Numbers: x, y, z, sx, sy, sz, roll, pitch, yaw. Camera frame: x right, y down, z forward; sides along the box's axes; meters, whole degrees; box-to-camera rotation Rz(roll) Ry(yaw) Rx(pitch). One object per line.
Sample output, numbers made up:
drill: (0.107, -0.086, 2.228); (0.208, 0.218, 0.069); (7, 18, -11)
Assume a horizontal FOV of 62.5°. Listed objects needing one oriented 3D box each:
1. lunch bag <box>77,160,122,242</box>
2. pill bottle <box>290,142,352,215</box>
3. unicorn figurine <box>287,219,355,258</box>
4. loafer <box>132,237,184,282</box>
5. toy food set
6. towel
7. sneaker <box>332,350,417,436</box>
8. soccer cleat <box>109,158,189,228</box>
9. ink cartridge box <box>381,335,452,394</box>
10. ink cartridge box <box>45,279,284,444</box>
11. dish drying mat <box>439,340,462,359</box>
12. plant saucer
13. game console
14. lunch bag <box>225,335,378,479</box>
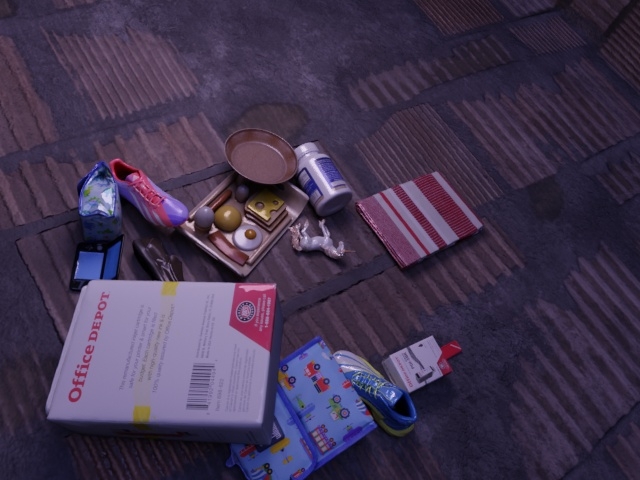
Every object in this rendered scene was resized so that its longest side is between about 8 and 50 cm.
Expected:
lunch bag: (-0.509, -0.088, 1.226); (0.096, 0.129, 0.151); (4, 60, -16)
pill bottle: (-0.004, -0.170, 1.439); (0.112, 0.112, 0.186); (-21, 69, -26)
unicorn figurine: (0.000, 0.000, 1.379); (0.162, 0.060, 0.111); (-8, 69, -5)
loafer: (-0.348, 0.070, 1.210); (0.078, 0.080, 0.220); (-29, 72, -29)
toy food set: (-0.196, -0.073, 1.335); (0.220, 0.092, 0.306); (36, 57, 6)
towel: (0.289, -0.068, 1.517); (0.329, 0.037, 0.237); (-23, 67, -29)
sneaker: (0.128, 0.326, 1.178); (0.240, 0.126, 0.091); (43, 58, 9)
soccer cleat: (-0.412, -0.111, 1.250); (0.248, 0.095, 0.083); (32, 61, 28)
ink cartridge box: (0.231, 0.302, 1.265); (0.135, 0.056, 0.099); (-19, 68, -26)
ink cartridge box: (-0.279, 0.234, 1.032); (0.385, 0.160, 0.279); (2, 58, 3)
dish drying mat: (0.319, 0.282, 1.334); (0.083, 0.008, 0.032); (-19, 69, -26)
plant saucer: (-0.158, -0.214, 1.390); (0.199, 0.036, 0.198); (12, 50, -15)
game console: (-0.500, 0.047, 1.183); (0.107, 0.071, 0.122); (5, 59, -14)
lunch bag: (-0.069, 0.379, 1.106); (0.293, 0.138, 0.221); (-30, 72, -16)
